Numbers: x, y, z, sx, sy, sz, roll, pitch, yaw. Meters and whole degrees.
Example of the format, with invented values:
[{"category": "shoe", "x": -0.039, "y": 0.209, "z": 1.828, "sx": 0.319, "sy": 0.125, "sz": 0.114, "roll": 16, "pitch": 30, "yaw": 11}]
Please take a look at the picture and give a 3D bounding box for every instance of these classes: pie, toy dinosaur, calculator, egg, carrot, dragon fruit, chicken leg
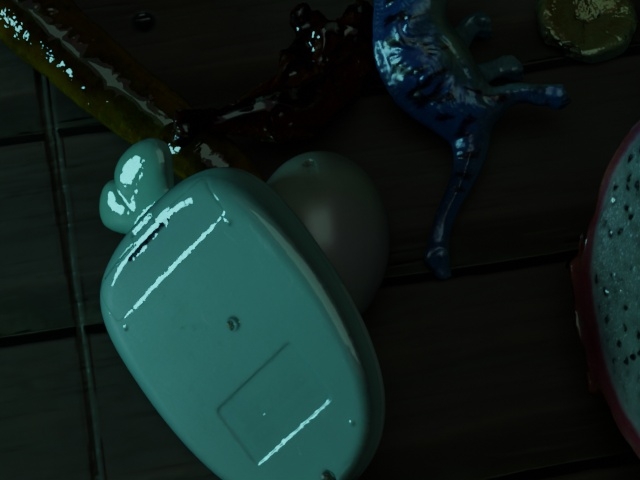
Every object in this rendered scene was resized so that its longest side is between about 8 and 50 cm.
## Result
[{"category": "pie", "x": 0.217, "y": -0.182, "z": 1.300, "sx": 0.084, "sy": 0.020, "sz": 0.084, "roll": 0, "pitch": 70, "yaw": -1}, {"category": "toy dinosaur", "x": 0.102, "y": -0.142, "z": 1.252, "sx": 0.144, "sy": 0.076, "sz": 0.329, "roll": -17, "pitch": 86, "yaw": -12}, {"category": "calculator", "x": -0.068, "y": 0.057, "z": 1.141, "sx": 0.184, "sy": 0.042, "sz": 0.295, "roll": -45, "pitch": 73, "yaw": 26}, {"category": "egg", "x": 0.000, "y": 0.000, "z": 1.182, "sx": 0.103, "sy": 0.103, "sz": 0.135, "roll": -1, "pitch": 77, "yaw": -1}, {"category": "carrot", "x": -0.154, "y": -0.118, "z": 1.255, "sx": 0.314, "sy": 0.066, "sz": 0.066, "roll": 39, "pitch": 73, "yaw": 10}, {"category": "dragon fruit", "x": 0.335, "y": 0.033, "z": 1.080, "sx": 0.226, "sy": 0.305, "sz": 0.305, "roll": 2, "pitch": 67, "yaw": -23}, {"category": "chicken leg", "x": -0.022, "y": -0.121, "z": 1.242, "sx": 0.089, "sy": 0.048, "sz": 0.219, "roll": 42, "pitch": 61, "yaw": 5}]
